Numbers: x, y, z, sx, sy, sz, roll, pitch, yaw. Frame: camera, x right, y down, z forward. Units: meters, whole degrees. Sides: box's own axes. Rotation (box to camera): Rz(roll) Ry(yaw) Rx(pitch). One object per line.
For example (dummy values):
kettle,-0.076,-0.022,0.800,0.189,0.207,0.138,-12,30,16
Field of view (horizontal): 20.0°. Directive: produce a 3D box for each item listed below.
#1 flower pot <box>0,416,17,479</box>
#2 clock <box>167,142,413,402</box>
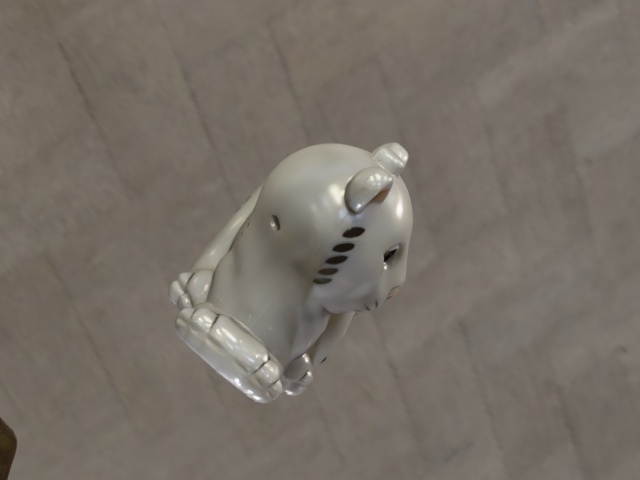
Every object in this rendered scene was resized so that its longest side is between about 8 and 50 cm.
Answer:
flower pot,-0.220,0.123,0.581,0.251,0.084,0.179,-54,150,-18
clock,0.000,0.000,0.835,0.080,0.176,0.117,42,99,-1
